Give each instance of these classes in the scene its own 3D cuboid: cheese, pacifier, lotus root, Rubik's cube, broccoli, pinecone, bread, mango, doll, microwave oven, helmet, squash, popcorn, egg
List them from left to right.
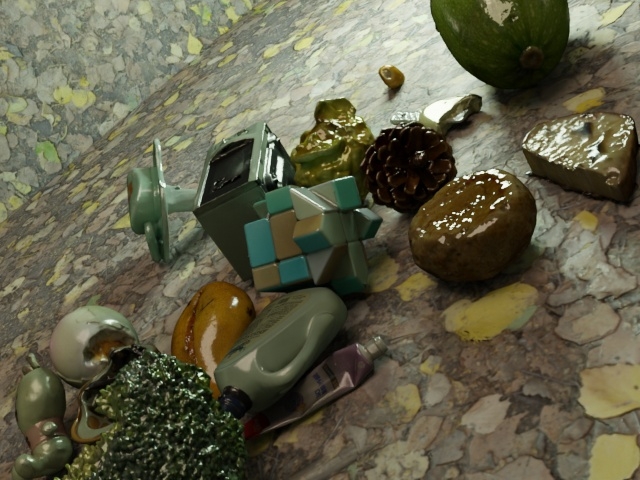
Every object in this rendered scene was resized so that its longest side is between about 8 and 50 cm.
[{"bbox_3d":[-0.561,0.362,1.639,0.155,0.113,0.275,117,149,-45],"label":"doll"},{"bbox_3d":[-0.492,0.232,1.738,0.217,0.183,0.183,-7,39,50],"label":"egg"},{"bbox_3d":[-0.360,0.309,1.538,0.198,0.130,0.224,-6,50,48],"label":"helmet"},{"bbox_3d":[-0.270,0.354,1.203,0.301,0.249,0.376,-21,71,42],"label":"broccoli"},{"bbox_3d":[-0.361,-0.095,2.086,0.269,0.288,0.344,-1,50,-13],"label":"pacifier"},{"bbox_3d":[-0.211,0.192,1.563,0.177,0.120,0.295,-27,30,19],"label":"mango"},{"bbox_3d":[-0.140,-0.098,1.794,0.181,0.238,0.295,-26,29,15],"label":"microwave oven"},{"bbox_3d":[0.000,0.000,1.528,0.212,0.225,0.265,-17,-10,26],"label":"Rubik's cube"},{"bbox_3d":[0.029,-0.181,1.748,0.180,0.217,0.235,13,38,15],"label":"popcorn"},{"bbox_3d":[0.195,-0.430,2.138,0.049,0.103,0.062,-36,71,20],"label":"bread"},{"bbox_3d":[0.183,-0.146,1.605,0.186,0.168,0.212,-57,20,-9],"label":"pinecone"},{"bbox_3d":[0.252,-0.285,1.855,0.127,0.050,0.235,-49,33,-21],"label":"cheese"},{"bbox_3d":[0.264,-0.019,1.381,0.230,0.123,0.230,-31,26,17],"label":"bread"},{"bbox_3d":[0.406,-0.439,1.748,0.310,0.310,0.309,-22,49,23],"label":"squash"},{"bbox_3d":[0.473,-0.156,1.418,0.170,0.074,0.260,-41,30,-16],"label":"lotus root"}]

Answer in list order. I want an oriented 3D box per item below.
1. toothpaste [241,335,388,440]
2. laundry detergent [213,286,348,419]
[{"bbox_3d":[-0.018,0.253,1.354,0.301,0.048,0.075,-34,33,6],"label":"toothpaste"},{"bbox_3d":[-0.084,0.205,1.377,0.214,0.105,0.280,-22,19,39],"label":"laundry detergent"}]
